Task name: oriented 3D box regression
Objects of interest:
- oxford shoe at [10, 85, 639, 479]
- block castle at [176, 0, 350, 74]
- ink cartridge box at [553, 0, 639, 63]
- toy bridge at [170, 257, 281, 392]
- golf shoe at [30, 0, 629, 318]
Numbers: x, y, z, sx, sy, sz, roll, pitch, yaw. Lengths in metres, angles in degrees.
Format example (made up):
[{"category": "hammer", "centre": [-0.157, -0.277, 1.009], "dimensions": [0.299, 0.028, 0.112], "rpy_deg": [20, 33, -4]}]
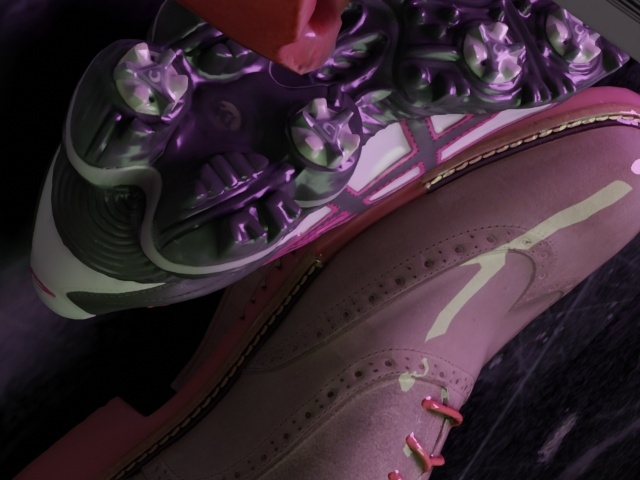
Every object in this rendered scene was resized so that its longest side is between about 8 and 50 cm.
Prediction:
[{"category": "oxford shoe", "centre": [0.018, 0.081, 0.728], "dimensions": [0.348, 0.130, 0.123], "rpy_deg": [-41, 146, 11]}, {"category": "block castle", "centre": [-0.069, -0.070, 0.159], "dimensions": [0.453, 0.212, 0.303], "rpy_deg": [-56, 168, -49]}, {"category": "ink cartridge box", "centre": [0.106, -0.169, 0.446], "dimensions": [0.168, 0.232, 0.171], "rpy_deg": [-34, 153, -31]}, {"category": "toy bridge", "centre": [0.000, 0.000, 0.779], "dimensions": [0.188, 0.026, 0.063], "rpy_deg": [-49, 155, 8]}, {"category": "golf shoe", "centre": [0.006, -0.059, 0.647], "dimensions": [0.273, 0.105, 0.120], "rpy_deg": [-28, 172, -36]}]
